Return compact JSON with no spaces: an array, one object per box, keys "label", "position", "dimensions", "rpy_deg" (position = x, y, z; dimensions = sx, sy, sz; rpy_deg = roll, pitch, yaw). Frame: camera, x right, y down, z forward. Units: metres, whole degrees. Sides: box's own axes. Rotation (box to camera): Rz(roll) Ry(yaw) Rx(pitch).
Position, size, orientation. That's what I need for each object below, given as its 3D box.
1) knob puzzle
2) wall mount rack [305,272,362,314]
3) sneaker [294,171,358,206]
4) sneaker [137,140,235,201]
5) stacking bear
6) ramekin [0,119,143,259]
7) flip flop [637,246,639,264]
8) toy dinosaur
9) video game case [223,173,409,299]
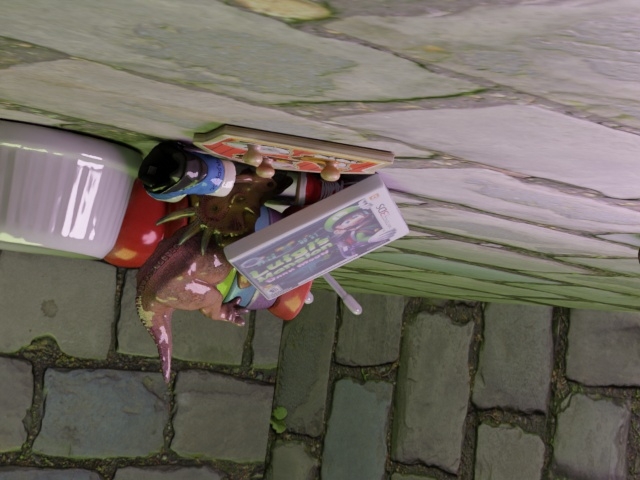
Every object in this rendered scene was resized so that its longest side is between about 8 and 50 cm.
[{"label":"knob puzzle","position":[-0.037,-0.078,1.459],"dimensions":[0.213,0.030,0.213],"rpy_deg":[7,176,1]},{"label":"wall mount rack","position":[-0.104,0.033,2.305],"dimensions":[0.304,0.130,0.350],"rpy_deg":[5,176,24]},{"label":"sneaker","position":[0.008,-0.053,1.616],"dimensions":[0.067,0.042,0.118],"rpy_deg":[11,-177,5]},{"label":"sneaker","position":[-0.167,-0.074,1.546],"dimensions":[0.084,0.058,0.152],"rpy_deg":[14,175,-39]},{"label":"stacking bear","position":[-0.159,-0.001,1.897],"dimensions":[0.289,0.164,0.175],"rpy_deg":[13,174,-16]},{"label":"ramekin","position":[-0.342,-0.054,1.630],"dimensions":[0.273,0.127,0.273],"rpy_deg":[7,175,1]},{"label":"flip flop","position":[0.488,0.050,1.891],"dimensions":[0.112,0.080,0.277],"rpy_deg":[5,175,23]},{"label":"toy dinosaur","position":[-0.148,0.018,1.677],"dimensions":[0.127,0.296,0.200],"rpy_deg":[37,-175,21]},{"label":"video game case","position":[0.000,0.000,1.634],"dimensions":[0.190,0.022,0.173],"rpy_deg":[-26,159,5]}]
